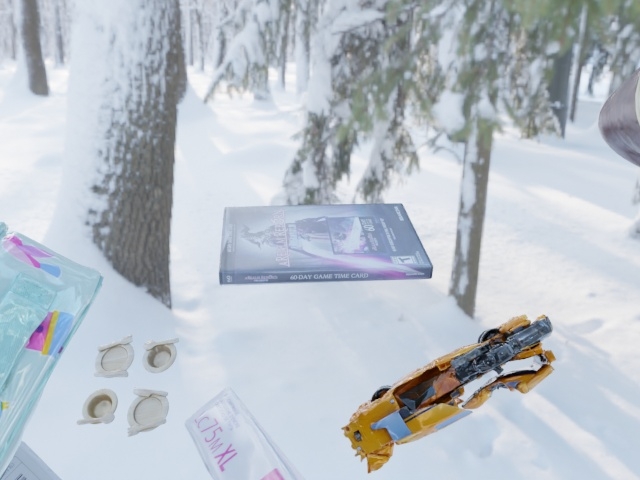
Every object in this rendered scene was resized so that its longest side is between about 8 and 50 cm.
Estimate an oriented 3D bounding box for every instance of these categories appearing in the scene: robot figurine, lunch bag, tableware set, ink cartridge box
[{"bbox_3d":[0.171,0.186,0.823,0.291,0.085,0.211,-29,-11,4],"label":"robot figurine"},{"bbox_3d":[-0.261,0.125,0.433,0.108,0.224,0.279,29,51,-18],"label":"lunch bag"},{"bbox_3d":[-0.286,0.213,0.967,0.141,0.020,0.168,-6,51,10],"label":"tableware set"},{"bbox_3d":[0.007,0.286,0.574,0.065,0.311,0.186,-36,26,-13],"label":"ink cartridge box"}]

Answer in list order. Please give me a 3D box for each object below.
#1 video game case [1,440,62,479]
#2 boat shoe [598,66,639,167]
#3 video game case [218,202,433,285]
[{"bbox_3d":[-0.299,0.417,0.619,0.036,0.329,0.300,-15,26,44],"label":"video game case"},{"bbox_3d":[0.328,-0.029,0.359,0.342,0.123,0.123,16,-7,2],"label":"boat shoe"},{"bbox_3d":[0.000,0.000,0.903,0.274,0.026,0.196,-1,28,-6],"label":"video game case"}]
